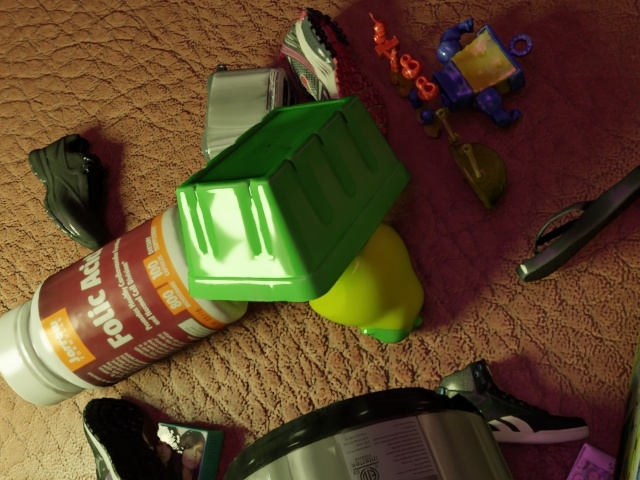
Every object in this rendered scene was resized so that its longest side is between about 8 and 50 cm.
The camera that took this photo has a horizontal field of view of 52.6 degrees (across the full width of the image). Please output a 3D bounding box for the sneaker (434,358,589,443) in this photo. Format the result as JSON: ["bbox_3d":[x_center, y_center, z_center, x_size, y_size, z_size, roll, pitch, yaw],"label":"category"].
[{"bbox_3d":[0.268,0.232,0.941,0.217,0.079,0.121,-7,74,20],"label":"sneaker"}]

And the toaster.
[{"bbox_3d":[-0.127,-0.230,1.201,0.147,0.129,0.226,-3,71,15],"label":"toaster"}]

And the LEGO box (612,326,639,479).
[{"bbox_3d":[0.455,0.187,0.711,0.193,0.372,0.499,12,75,23],"label":"LEGO box"}]

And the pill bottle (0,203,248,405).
[{"bbox_3d":[-0.345,0.119,1.122,0.392,0.224,0.224,-29,67,10],"label":"pill bottle"}]

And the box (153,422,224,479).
[{"bbox_3d":[-0.238,0.435,1.078,0.101,0.060,0.244,3,76,21],"label":"box"}]

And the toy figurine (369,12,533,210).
[{"bbox_3d":[0.259,-0.257,1.039,0.217,0.191,0.362,-31,67,4],"label":"toy figurine"}]

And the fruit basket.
[{"bbox_3d":[0.000,0.000,1.014,0.283,0.392,0.391,-1,74,33],"label":"fruit basket"}]

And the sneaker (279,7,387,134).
[{"bbox_3d":[0.023,-0.275,1.177,0.112,0.121,0.299,-40,62,38],"label":"sneaker"}]

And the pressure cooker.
[{"bbox_3d":[0.087,0.426,0.732,0.370,0.375,0.420,-35,52,19],"label":"pressure cooker"}]

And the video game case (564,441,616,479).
[{"bbox_3d":[0.395,0.382,0.882,0.143,0.019,0.157,26,84,25],"label":"video game case"}]

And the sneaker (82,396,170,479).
[{"bbox_3d":[-0.346,0.375,1.080,0.283,0.107,0.124,37,112,55],"label":"sneaker"}]

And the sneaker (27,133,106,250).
[{"bbox_3d":[-0.492,-0.108,1.314,0.130,0.109,0.286,-33,68,2],"label":"sneaker"}]

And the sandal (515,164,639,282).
[{"bbox_3d":[0.387,-0.027,0.973,0.254,0.097,0.054,-39,66,-6],"label":"sandal"}]
